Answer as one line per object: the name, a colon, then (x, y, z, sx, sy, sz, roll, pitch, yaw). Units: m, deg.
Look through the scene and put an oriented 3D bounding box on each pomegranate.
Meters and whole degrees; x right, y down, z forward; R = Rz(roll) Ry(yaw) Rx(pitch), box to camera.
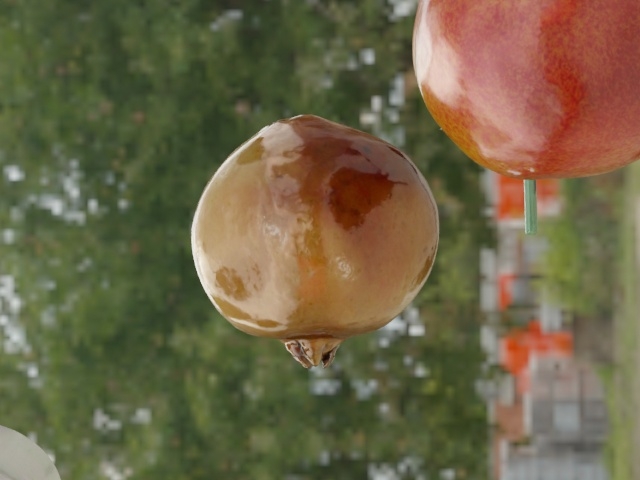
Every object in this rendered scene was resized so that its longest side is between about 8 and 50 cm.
pomegranate: (0.174, -0.144, 1.459, 0.256, 0.221, 0.221, 140, 134, -66)
pomegranate: (-0.001, -0.006, 1.622, 0.209, 0.209, 0.209, 0, -90, -84)

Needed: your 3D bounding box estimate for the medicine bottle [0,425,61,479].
medicine bottle: (-0.348, 0.308, 1.784, 0.293, 0.170, 0.170, -66, -24, -54)

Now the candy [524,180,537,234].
candy: (0.190, -0.139, 1.743, 0.078, 0.084, 0.288, 137, 137, -61)
